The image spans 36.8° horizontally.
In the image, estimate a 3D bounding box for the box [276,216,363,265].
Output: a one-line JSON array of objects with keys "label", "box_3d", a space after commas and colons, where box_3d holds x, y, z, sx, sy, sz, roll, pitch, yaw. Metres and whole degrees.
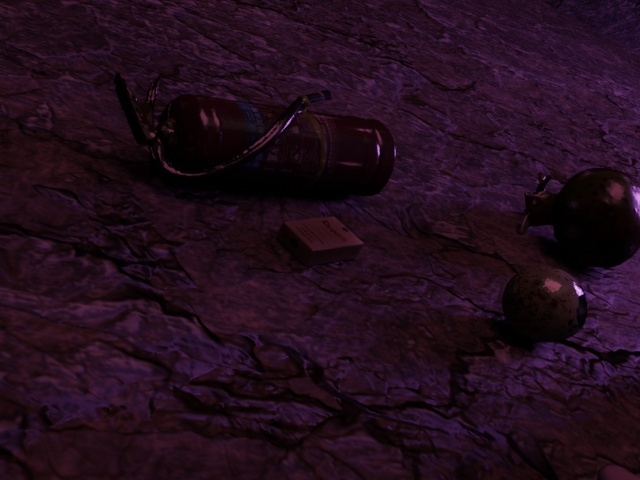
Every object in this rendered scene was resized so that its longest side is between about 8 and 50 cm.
[{"label": "box", "box_3d": [0.000, 0.000, 1.036, 0.083, 0.024, 0.053, -5, 40, -47]}]

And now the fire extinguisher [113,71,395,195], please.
[{"label": "fire extinguisher", "box_3d": [-0.071, -0.121, 1.088, 0.341, 0.105, 0.141, 3, 66, -39]}]

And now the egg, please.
[{"label": "egg", "box_3d": [0.250, 0.071, 1.057, 0.110, 0.085, 0.085, 21, 25, -33]}]

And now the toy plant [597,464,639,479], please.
[{"label": "toy plant", "box_3d": [0.338, 0.265, 0.755, 0.233, 0.112, 0.243, -1, 42, -39]}]

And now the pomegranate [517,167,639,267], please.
[{"label": "pomegranate", "box_3d": [0.362, -0.041, 1.305, 0.169, 0.148, 0.148, 25, 26, 13]}]
